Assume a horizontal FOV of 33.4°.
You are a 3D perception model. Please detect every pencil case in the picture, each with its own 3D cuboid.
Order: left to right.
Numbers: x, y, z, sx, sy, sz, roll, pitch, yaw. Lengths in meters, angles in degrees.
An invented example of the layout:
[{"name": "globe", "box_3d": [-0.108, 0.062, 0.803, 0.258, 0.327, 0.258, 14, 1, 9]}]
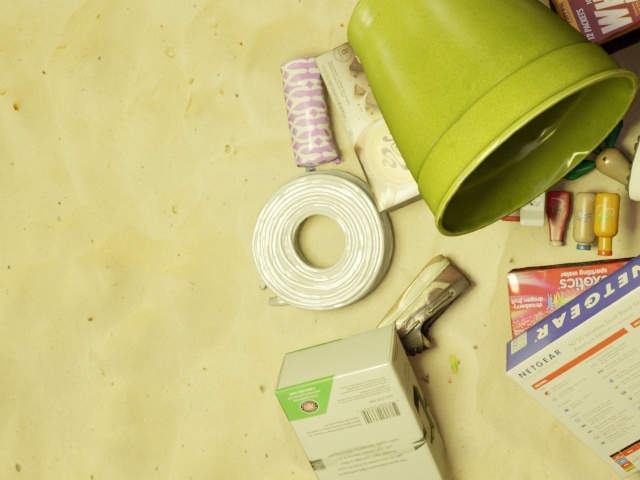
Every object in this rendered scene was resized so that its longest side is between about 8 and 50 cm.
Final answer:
[{"name": "pencil case", "box_3d": [-0.016, -0.231, 1.935, 0.088, 0.086, 0.206, -10, 91, -19]}]

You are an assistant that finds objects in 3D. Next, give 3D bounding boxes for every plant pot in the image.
[{"name": "plant pot", "box_3d": [0.230, -0.257, 1.645, 0.366, 0.366, 0.353, -39, 71, 12]}]

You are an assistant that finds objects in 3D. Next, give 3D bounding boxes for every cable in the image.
[{"name": "cable", "box_3d": [0.000, 0.000, 1.932, 0.257, 0.089, 0.257, 1, 92, 15]}]

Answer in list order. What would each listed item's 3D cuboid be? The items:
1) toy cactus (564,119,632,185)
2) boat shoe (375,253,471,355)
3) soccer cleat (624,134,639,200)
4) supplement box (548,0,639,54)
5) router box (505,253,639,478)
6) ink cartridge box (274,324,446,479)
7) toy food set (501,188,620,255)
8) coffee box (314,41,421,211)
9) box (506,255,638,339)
[{"name": "toy cactus", "box_3d": [0.457, -0.158, 1.817, 0.180, 0.112, 0.219, 37, 98, -8]}, {"name": "boat shoe", "box_3d": [0.158, 0.159, 1.891, 0.092, 0.103, 0.285, 37, 94, 16]}, {"name": "soccer cleat", "box_3d": [0.575, -0.203, 1.697, 0.116, 0.108, 0.318, 18, 116, 26]}, {"name": "supplement box", "box_3d": [0.481, -0.388, 1.741, 0.191, 0.194, 0.129, -22, 86, 14]}, {"name": "router box", "box_3d": [0.519, 0.194, 1.699, 0.301, 0.082, 0.335, 42, 120, -16]}, {"name": "ink cartridge box", "box_3d": [0.076, 0.316, 1.848, 0.211, 0.121, 0.289, -16, 116, 15]}, {"name": "toy food set", "box_3d": [0.387, -0.033, 1.818, 0.232, 0.111, 0.104, 3, 92, 15]}, {"name": "coffee box", "box_3d": [0.130, -0.217, 1.876, 0.168, 0.119, 0.297, -23, 86, 13]}, {"name": "box", "box_3d": [0.450, 0.101, 1.800, 0.257, 0.122, 0.128, -6, 91, 15]}]
